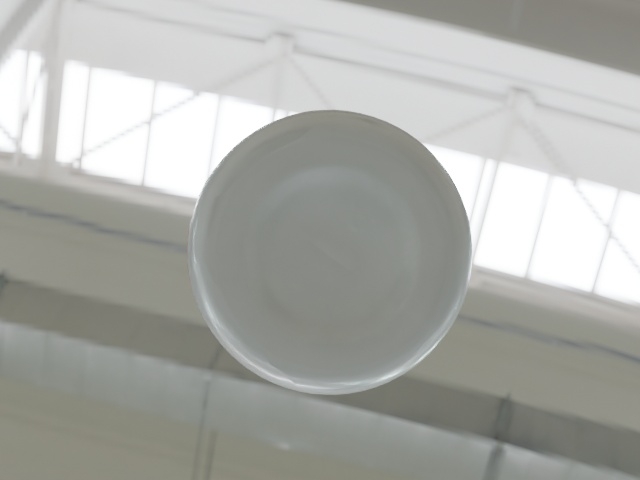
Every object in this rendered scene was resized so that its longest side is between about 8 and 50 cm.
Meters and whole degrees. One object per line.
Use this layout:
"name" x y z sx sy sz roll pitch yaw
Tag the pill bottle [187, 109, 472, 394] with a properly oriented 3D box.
"pill bottle" 0.000 0.000 0.533 0.086 0.086 0.152 9 -177 -3
